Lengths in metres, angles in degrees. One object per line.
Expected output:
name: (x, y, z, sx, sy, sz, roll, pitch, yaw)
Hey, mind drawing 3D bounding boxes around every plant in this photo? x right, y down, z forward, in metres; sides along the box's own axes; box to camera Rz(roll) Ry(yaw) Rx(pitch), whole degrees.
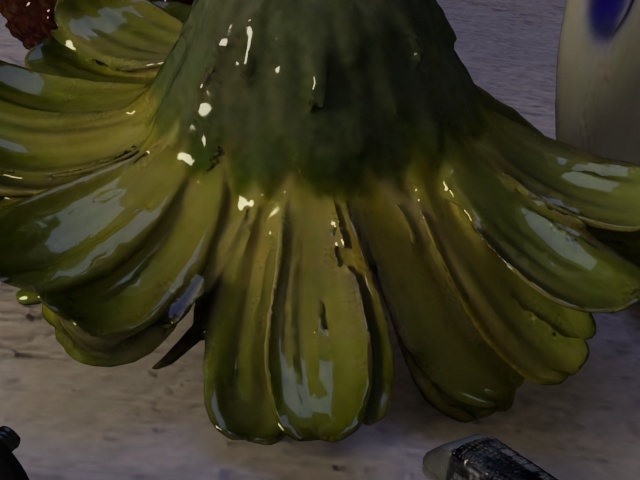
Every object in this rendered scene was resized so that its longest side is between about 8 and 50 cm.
plant: (-0.012, -0.077, 0.564, 0.306, 0.297, 0.261, -6, 7, -3)

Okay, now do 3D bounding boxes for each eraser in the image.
eraser: (0.079, 0.095, 0.466, 0.027, 0.019, 0.099, -10, 29, -39)

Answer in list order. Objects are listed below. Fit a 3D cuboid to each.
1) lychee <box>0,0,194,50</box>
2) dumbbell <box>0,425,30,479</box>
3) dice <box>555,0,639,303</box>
lychee: (-0.122, -0.175, 0.891, 0.188, 0.188, 0.188, 7, 21, -3)
dumbbell: (-0.120, 0.087, 0.349, 0.069, 0.069, 0.147, 12, 22, 12)
dice: (0.302, -0.113, 0.678, 0.277, 0.304, 0.304, 5, 22, -8)
